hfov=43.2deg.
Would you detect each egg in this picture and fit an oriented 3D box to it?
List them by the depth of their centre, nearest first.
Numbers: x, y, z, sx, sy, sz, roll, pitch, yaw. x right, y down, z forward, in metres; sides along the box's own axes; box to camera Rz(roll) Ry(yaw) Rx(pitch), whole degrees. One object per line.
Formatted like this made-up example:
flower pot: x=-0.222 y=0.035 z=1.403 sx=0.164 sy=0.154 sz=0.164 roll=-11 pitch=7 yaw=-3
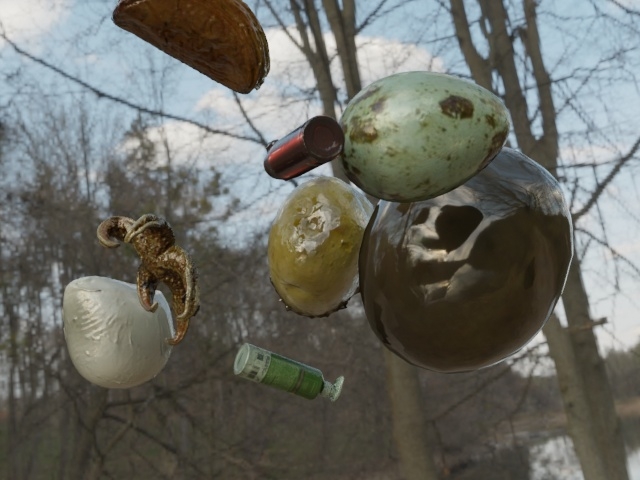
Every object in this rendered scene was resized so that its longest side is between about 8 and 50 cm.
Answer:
egg: x=0.133 y=-0.137 z=1.053 sx=0.231 sy=0.169 sz=0.169 roll=-10 pitch=-14 yaw=1

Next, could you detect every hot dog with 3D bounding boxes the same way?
hot dog: x=-0.201 y=-0.350 z=1.342 sx=0.272 sy=0.122 sz=0.196 roll=24 pitch=-15 yaw=-20

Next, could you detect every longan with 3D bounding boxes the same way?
longan: x=0.238 y=0.028 z=1.353 sx=0.336 sy=0.404 sz=0.404 roll=26 pitch=-9 yaw=12

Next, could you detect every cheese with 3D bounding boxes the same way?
cheese: x=-0.335 y=0.157 z=1.368 sx=0.154 sy=0.189 sz=0.198 roll=-14 pitch=-18 yaw=29

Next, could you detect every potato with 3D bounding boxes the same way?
potato: x=0.000 y=0.000 z=1.543 sx=0.242 sy=0.285 sz=0.242 roll=31 pitch=-9 yaw=6

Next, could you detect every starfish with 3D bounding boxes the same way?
starfish: x=-0.195 y=0.046 z=0.993 sx=0.146 sy=0.190 sz=0.074 roll=5 pitch=38 yaw=46

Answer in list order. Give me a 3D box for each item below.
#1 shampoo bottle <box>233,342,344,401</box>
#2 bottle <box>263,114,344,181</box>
shampoo bottle: x=-0.053 y=0.245 z=1.466 sx=0.204 sy=0.065 sz=0.065 roll=24 pitch=-27 yaw=-21
bottle: x=-0.028 y=-0.112 z=1.018 sx=0.060 sy=0.060 sz=0.164 roll=-3 pitch=-5 yaw=-23
